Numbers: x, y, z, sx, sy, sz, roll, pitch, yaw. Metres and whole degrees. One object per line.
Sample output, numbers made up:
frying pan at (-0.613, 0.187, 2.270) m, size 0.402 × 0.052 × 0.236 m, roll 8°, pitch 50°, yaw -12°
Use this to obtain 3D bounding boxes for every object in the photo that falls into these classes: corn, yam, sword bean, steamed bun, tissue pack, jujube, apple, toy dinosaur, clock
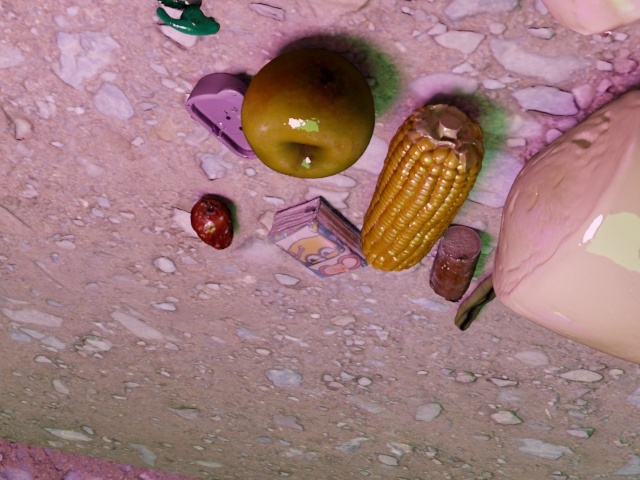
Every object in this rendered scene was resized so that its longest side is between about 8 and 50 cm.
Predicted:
corn at (0.151, -0.070, 1.464) m, size 0.144 × 0.144 × 0.387 m, roll 13°, pitch 151°, yaw 0°
yam at (0.234, 0.042, 1.657) m, size 0.079 × 0.079 × 0.141 m, roll 12°, pitch 147°, yaw 3°
sword bean at (0.308, 0.095, 1.747) m, size 0.043 × 0.038 × 0.269 m, roll 24°, pitch 145°, yaw -5°
steamed bun at (0.447, 0.013, 1.321) m, size 0.371 × 0.289 × 0.456 m, roll 17°, pitch 153°, yaw -4°
tissue pack at (0.000, 0.000, 1.689) m, size 0.116 × 0.065 × 0.155 m, roll -17°, pitch 136°, yaw 40°
jujube at (-0.192, -0.028, 1.716) m, size 0.077 × 0.077 × 0.129 m, roll 7°, pitch 158°, yaw 10°
apple at (-0.016, -0.179, 1.335) m, size 0.197 × 0.156 × 0.196 m, roll 9°, pitch 148°, yaw 6°
toy dinosaur at (-0.190, -0.317, 1.246) m, size 0.132 × 0.096 × 0.059 m, roll 17°, pitch 146°, yaw -10°
clock at (-0.122, -0.194, 1.450) m, size 0.110 × 0.050 × 0.153 m, roll -15°, pitch 138°, yaw 37°

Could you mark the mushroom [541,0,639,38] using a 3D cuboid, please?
mushroom at (0.290, -0.330, 0.987) m, size 0.236 × 0.162 × 0.173 m, roll -22°, pitch 135°, yaw 40°
